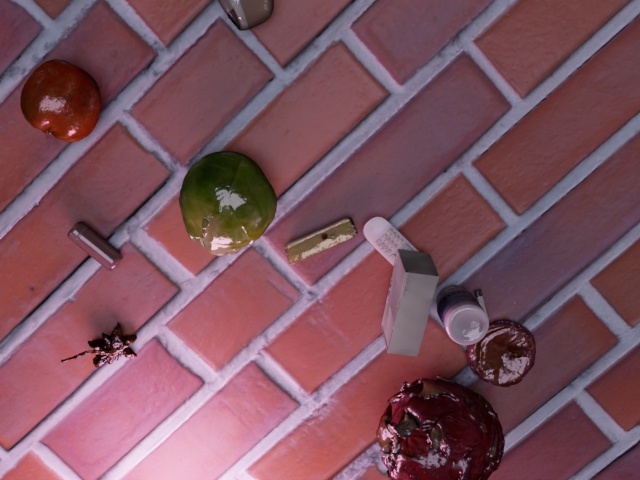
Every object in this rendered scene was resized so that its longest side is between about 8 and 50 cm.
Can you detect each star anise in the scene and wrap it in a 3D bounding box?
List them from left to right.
[{"bbox_3d":[-0.562,0.281,1.786,0.191,0.070,0.097,-16,114,-9],"label":"star anise"}]

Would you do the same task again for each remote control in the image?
[{"bbox_3d":[0.195,0.024,1.753,0.229,0.044,0.073,42,103,-18],"label":"remote control"}]

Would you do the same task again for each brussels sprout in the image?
[{"bbox_3d":[-0.220,-0.088,1.643,0.244,0.244,0.244,0,103,-1],"label":"brussels sprout"}]

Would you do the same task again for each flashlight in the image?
[{"bbox_3d":[0.416,0.166,1.798,0.018,0.018,0.083,-18,103,4],"label":"flashlight"}]

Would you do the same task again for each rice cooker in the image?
[{"bbox_3d":[-0.179,-0.576,1.556,0.127,0.145,0.206,-17,100,-9],"label":"rice cooker"}]

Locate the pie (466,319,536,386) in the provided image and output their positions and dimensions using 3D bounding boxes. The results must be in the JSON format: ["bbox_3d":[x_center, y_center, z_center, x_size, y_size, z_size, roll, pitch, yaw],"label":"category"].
[{"bbox_3d":[0.471,0.293,1.814,0.183,0.049,0.182,0,99,-3],"label":"pie"}]

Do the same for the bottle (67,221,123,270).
[{"bbox_3d":[-0.559,0.014,1.736,0.140,0.053,0.053,41,100,-10],"label":"bottle"}]

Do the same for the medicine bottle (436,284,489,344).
[{"bbox_3d":[0.343,0.177,1.714,0.103,0.186,0.102,0,104,0],"label":"medicine bottle"}]

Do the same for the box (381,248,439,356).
[{"bbox_3d":[0.217,0.153,1.715,0.086,0.129,0.225,8,114,-6],"label":"box"}]

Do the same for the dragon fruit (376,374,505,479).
[{"bbox_3d":[0.294,0.495,1.735,0.329,0.329,0.329,0,103,-1],"label":"dragon fruit"}]

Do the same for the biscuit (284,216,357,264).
[{"bbox_3d":[0.000,0.000,1.739,0.188,0.052,0.056,-25,90,4],"label":"biscuit"}]

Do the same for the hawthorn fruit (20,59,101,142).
[{"bbox_3d":[-0.591,-0.321,1.602,0.189,0.189,0.189,0,103,-1],"label":"hawthorn fruit"}]
